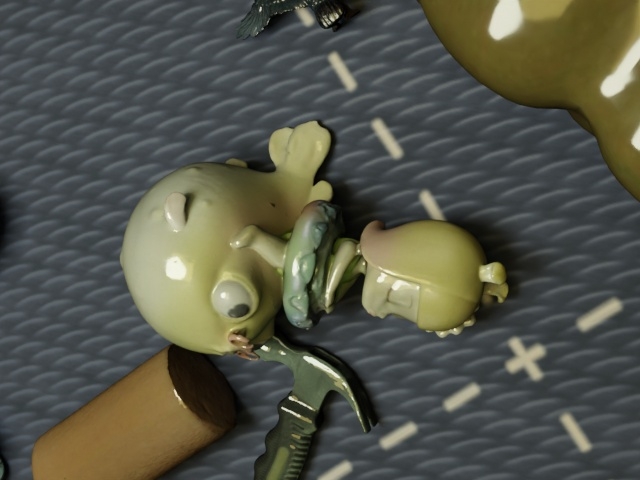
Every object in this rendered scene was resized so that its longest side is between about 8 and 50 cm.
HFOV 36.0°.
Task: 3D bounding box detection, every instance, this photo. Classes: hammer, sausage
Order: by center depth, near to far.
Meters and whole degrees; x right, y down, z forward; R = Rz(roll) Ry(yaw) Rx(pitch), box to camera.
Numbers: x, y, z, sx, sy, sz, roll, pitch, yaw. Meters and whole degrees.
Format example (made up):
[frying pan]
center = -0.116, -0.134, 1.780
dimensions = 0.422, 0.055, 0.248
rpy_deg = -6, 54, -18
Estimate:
[hammer]
center = -0.038, 0.229, 1.116
dimensions = 0.158, 0.041, 0.226
rpy_deg = 29, 104, 15
[sausage]
center = -0.224, 0.229, 1.135
dimensions = 0.253, 0.123, 0.123
rpy_deg = -36, 84, 18

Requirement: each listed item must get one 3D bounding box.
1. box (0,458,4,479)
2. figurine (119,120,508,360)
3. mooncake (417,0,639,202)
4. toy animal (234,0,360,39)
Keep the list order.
[box]
center = -0.517, 0.308, 1.198
dimensions = 0.162, 0.130, 0.227
rpy_deg = 34, 64, 13
[figurine]
center = 0.000, 0.000, 1.024
dimensions = 0.394, 0.226, 0.275
rpy_deg = 8, 70, 12
[mooncake]
center = 0.285, -0.181, 0.752
dimensions = 0.467, 0.467, 0.262
rpy_deg = 41, 109, 10
[toy animal]
center = -0.006, -0.269, 1.037
dimensions = 0.220, 0.062, 0.108
rpy_deg = -35, 85, 25
